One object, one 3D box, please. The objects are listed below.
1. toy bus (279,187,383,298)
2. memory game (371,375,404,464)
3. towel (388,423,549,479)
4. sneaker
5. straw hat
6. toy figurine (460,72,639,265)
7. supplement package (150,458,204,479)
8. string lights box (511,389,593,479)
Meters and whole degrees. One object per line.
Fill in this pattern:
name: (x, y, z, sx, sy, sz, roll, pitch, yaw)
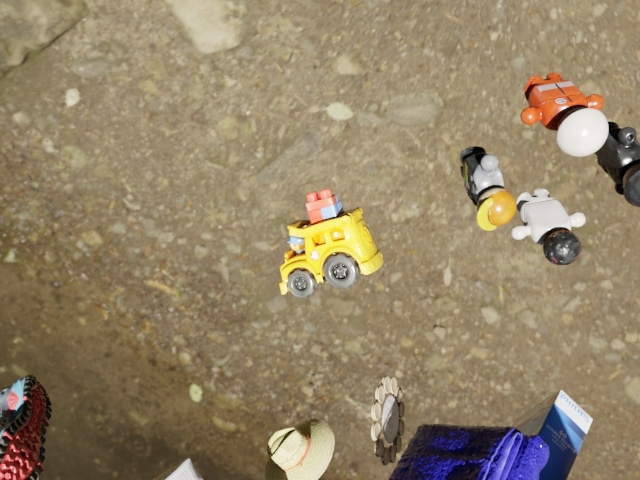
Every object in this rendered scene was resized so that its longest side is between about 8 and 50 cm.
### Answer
toy bus: (0.000, 0.000, 1.455, 0.220, 0.149, 0.211, -17, 99, 21)
memory game: (0.142, 0.376, 1.413, 0.012, 0.186, 0.186, -4, 118, 27)
towel: (0.138, 0.361, 0.853, 0.227, 0.308, 0.076, -12, 121, 50)
sneaker: (-0.531, 0.341, 1.121, 0.125, 0.262, 0.104, -26, 114, 0)
straw hat: (-0.052, 0.344, 1.115, 0.144, 0.144, 0.061, -25, 124, 27)
toy figurine: (0.307, -0.081, 0.870, 0.213, 0.148, 0.209, 29, 119, -30)
supplement package: (-0.199, 0.464, 0.888, 0.204, 0.145, 0.262, -37, 87, 33)
string lights box: (0.343, 0.374, 1.108, 0.077, 0.259, 0.133, 43, 133, 8)
